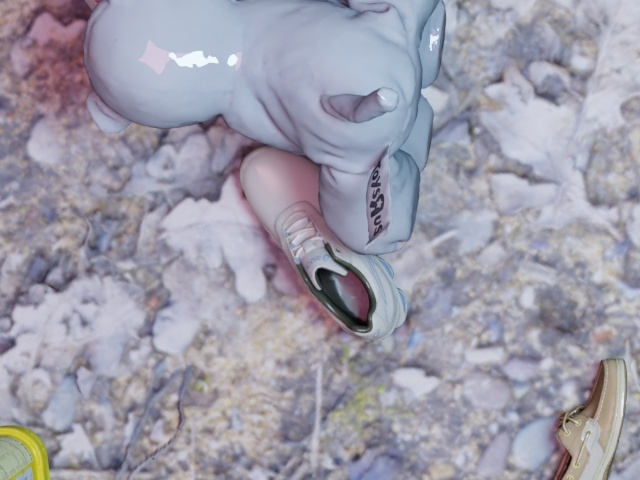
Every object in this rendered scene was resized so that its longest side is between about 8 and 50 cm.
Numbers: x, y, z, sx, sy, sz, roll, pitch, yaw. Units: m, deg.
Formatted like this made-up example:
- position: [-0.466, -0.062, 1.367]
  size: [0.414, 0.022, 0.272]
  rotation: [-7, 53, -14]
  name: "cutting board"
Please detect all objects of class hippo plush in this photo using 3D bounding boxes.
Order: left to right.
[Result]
- position: [-0.045, -0.104, 1.405]
  size: [0.236, 0.294, 0.234]
  rotation: [8, 130, 7]
  name: "hippo plush"

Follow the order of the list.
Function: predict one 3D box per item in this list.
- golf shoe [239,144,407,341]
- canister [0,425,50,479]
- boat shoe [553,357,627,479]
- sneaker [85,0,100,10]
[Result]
- position: [0.000, 0.000, 1.496]
  size: [0.069, 0.086, 0.176]
  rotation: [-40, 87, 11]
  name: "golf shoe"
- position: [-0.259, 0.215, 1.505]
  size: [0.073, 0.170, 0.126]
  rotation: [-2, 94, 8]
  name: "canister"
- position: [0.198, 0.151, 1.500]
  size: [0.045, 0.050, 0.135]
  rotation: [13, 97, 1]
  name: "boat shoe"
- position: [-0.143, -0.284, 1.476]
  size: [0.103, 0.111, 0.252]
  rotation: [4, 96, 7]
  name: "sneaker"
